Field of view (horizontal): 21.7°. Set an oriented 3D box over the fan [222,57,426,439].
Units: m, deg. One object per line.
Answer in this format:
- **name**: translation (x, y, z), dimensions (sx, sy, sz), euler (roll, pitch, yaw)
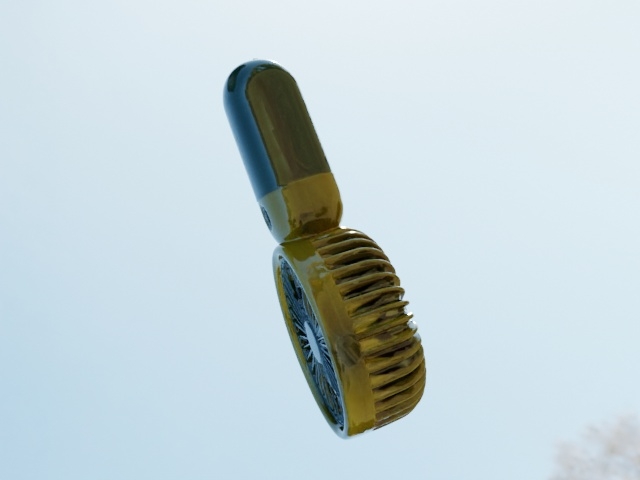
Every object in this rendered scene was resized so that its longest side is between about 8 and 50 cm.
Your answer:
- **fan**: translation (0.000, 0.000, 0.658), dimensions (0.039, 0.082, 0.155), euler (-20, -93, -11)
